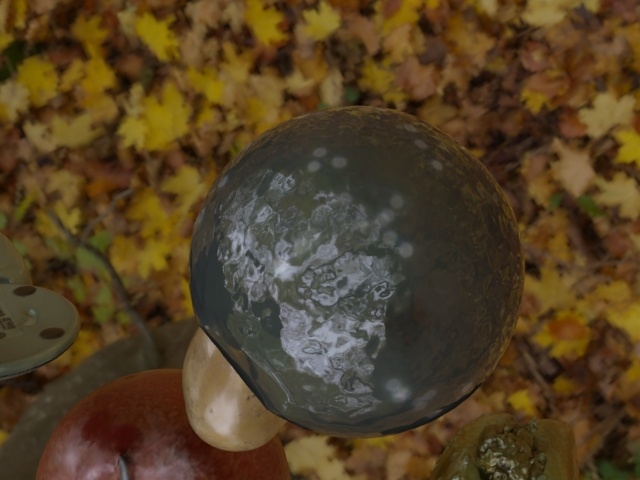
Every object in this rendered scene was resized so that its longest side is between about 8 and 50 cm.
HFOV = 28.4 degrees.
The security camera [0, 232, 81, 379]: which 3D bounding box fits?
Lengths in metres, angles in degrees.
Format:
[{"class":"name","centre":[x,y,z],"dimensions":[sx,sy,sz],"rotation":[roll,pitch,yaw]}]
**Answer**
[{"class":"security camera","centre":[-0.325,0.073,1.177],"dimensions":[0.301,0.157,0.080],"rotation":[35,132,54]}]

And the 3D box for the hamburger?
[{"class":"hamburger","centre":[0.135,0.223,0.978],"dimensions":[0.122,0.189,0.215],"rotation":[10,115,13]}]

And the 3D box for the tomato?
[{"class":"tomato","centre":[-0.159,0.257,1.322],"dimensions":[0.265,0.265,0.265],"rotation":[34,140,34]}]

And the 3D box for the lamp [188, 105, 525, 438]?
[{"class":"lamp","centre":[-0.010,-0.009,0.746],"dimensions":[0.314,0.182,0.182],"rotation":[40,146,54]}]

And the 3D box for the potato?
[{"class":"potato","centre":[-0.072,0.117,1.140],"dimensions":[0.112,0.112,0.147],"rotation":[17,94,47]}]
